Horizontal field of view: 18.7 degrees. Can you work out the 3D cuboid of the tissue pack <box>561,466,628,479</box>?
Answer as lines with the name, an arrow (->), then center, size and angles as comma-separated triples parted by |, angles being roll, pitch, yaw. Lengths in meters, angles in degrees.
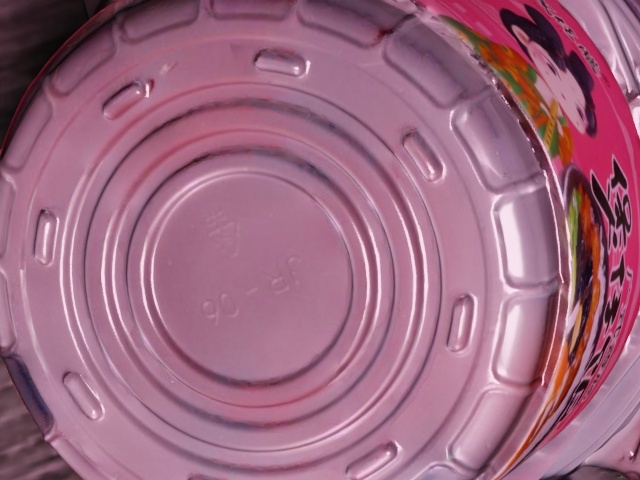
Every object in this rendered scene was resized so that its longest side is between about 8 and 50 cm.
tissue pack -> 0.194, 0.220, 0.808 | 0.103, 0.228, 0.315 | -25, 112, -6

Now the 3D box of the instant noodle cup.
instant noodle cup -> 0.000, 0.000, 0.650 | 0.302, 0.181, 0.258 | 42, 106, 6
